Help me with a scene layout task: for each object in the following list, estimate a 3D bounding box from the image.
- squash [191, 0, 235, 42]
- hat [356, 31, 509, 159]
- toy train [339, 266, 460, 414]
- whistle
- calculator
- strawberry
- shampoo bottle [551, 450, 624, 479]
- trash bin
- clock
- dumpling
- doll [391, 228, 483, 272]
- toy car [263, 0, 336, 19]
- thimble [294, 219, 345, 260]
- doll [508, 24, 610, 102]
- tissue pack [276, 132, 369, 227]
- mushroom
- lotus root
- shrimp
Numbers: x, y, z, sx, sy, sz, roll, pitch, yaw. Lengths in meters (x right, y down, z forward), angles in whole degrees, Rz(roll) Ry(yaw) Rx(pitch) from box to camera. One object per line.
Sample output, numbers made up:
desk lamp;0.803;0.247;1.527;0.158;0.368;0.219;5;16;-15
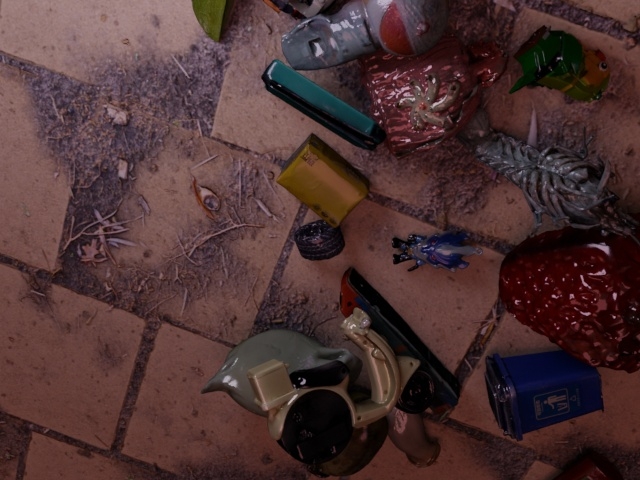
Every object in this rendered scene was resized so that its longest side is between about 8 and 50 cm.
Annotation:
squash;-0.184;-0.555;1.500;0.111;0.203;0.288;24;153;-4
hat;0.225;-0.305;1.510;0.287;0.107;0.236;-18;93;13
toy train;0.170;0.234;1.805;0.089;0.086;0.409;-36;106;25
whistle;0.094;-0.395;1.430;0.348;0.189;0.189;-22;111;10
calculator;0.005;-0.256;1.502;0.248;0.274;0.058;32;94;-6
strawberry;0.542;0.095;1.600;0.345;0.295;0.317;10;131;44
shampoo bottle;0.600;0.649;1.947;0.118;0.076;0.314;36;116;-12
trash bin;0.498;0.329;1.765;0.235;0.184;0.162;-13;114;3
clock;0.052;0.309;1.684;0.379;0.120;0.276;-26;100;-20
dumpling;-0.080;0.308;1.829;0.321;0.270;0.211;20;97;9
doll;0.253;0.023;1.699;0.195;0.070;0.095;0;86;13
toy car;0.003;-0.543;1.429;0.193;0.118;0.301;37;115;-15
thimble;-0.002;0.001;1.712;0.105;0.095;0.066;-16;115;7
doll;0.452;-0.321;1.462;0.187;0.106;0.134;11;77;-13
tissue pack;0.006;-0.125;1.654;0.169;0.082;0.120;39;115;-10
mushroom;0.218;0.469;1.917;0.097;0.088;0.212;-36;113;-4
lotus root;0.070;0.461;1.877;0.173;0.173;0.309;29;132;-5
shrimp;0.435;-0.125;1.483;0.221;0.411;0.166;-49;140;-7
